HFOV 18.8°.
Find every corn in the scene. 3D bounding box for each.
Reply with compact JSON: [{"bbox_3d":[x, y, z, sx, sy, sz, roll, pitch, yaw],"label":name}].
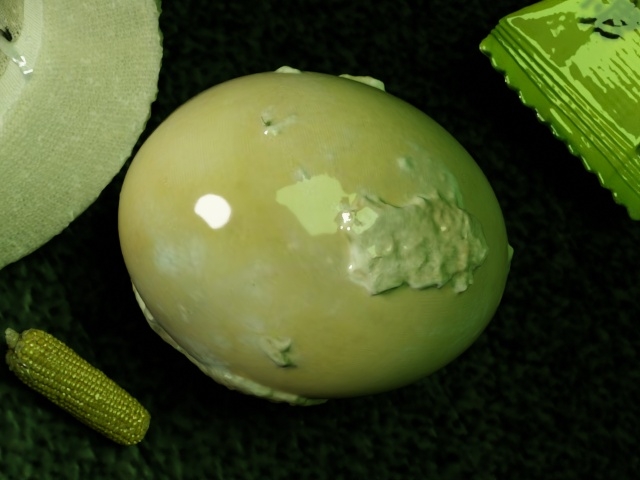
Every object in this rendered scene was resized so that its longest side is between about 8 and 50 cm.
[{"bbox_3d":[-0.118,0.069,0.927,0.083,0.028,0.027,38,76,-14],"label":"corn"}]

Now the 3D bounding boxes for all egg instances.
[{"bbox_3d":[-0.002,0.000,0.936,0.201,0.164,0.164,13,67,-30],"label":"egg"}]

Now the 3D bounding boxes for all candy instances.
[{"bbox_3d":[0.202,-0.128,1.134,0.149,0.069,0.246,45,58,-3],"label":"candy"}]

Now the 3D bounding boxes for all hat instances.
[{"bbox_3d":[-0.207,-0.105,0.867,0.257,0.257,0.130,-1,42,-27],"label":"hat"}]
